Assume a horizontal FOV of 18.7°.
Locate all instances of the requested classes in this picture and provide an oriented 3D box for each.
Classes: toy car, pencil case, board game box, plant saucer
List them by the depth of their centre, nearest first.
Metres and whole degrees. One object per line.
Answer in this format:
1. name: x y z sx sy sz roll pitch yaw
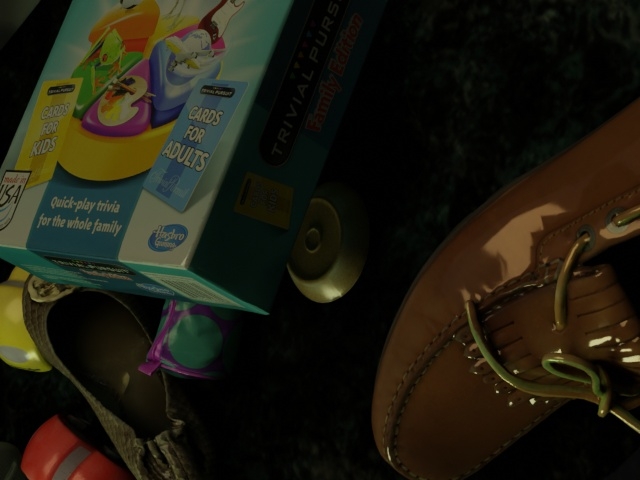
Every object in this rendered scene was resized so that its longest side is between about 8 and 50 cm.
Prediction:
1. board game box: -0.081 -0.128 1.313 0.254 0.079 0.336 5 70 49
2. plant saucer: 0.000 0.000 1.315 0.083 0.015 0.083 -12 74 47
3. pencil case: -0.082 0.022 1.362 0.064 0.070 0.151 11 92 49
4. toy car: -0.266 0.139 1.504 0.225 0.053 0.239 -27 61 17

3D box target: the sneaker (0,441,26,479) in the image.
1. sneaker: -0.282 0.228 1.562 0.061 0.054 0.152 31 106 50

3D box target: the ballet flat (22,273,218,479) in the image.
1. ballet flat: -0.150 0.092 1.411 0.084 0.058 0.250 -30 54 -9

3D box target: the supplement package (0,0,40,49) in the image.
1. supplement package: -0.304 -0.319 1.576 0.263 0.199 0.198 -44 53 34

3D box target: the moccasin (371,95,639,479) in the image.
1. moccasin: 0.172 0.027 1.040 0.380 0.139 0.147 -37 47 27
